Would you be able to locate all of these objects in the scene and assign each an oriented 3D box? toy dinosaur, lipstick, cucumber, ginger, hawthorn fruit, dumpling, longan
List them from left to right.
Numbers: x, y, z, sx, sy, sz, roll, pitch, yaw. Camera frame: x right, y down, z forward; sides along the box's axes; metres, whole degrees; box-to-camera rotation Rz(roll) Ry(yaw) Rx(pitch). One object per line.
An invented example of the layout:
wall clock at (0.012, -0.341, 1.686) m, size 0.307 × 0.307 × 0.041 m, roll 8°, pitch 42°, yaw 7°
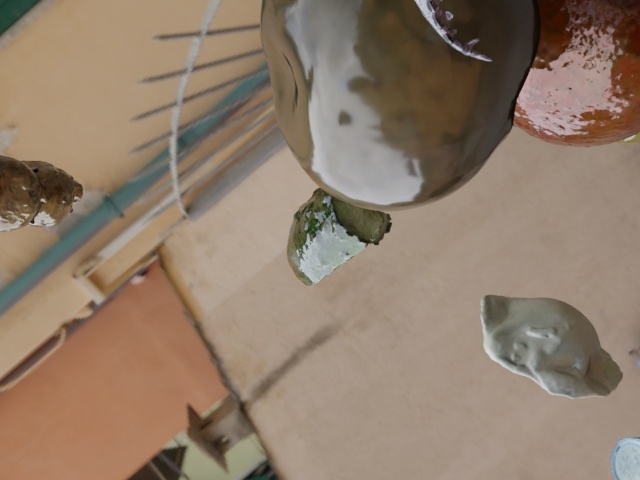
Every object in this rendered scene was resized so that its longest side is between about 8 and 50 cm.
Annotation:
ginger at (-0.337, -0.050, 0.866) m, size 0.104 × 0.080 × 0.204 m, roll 17°, pitch -173°, yaw 12°
cucumber at (-0.003, -0.001, 1.538) m, size 0.145 × 0.105 × 0.325 m, roll 47°, pitch 151°, yaw -1°
longan at (0.077, -0.196, 0.885) m, size 0.288 × 0.289 × 0.350 m, roll -127°, pitch 33°, yaw -47°
toy dinosaur at (0.066, -0.214, 0.643) m, size 0.209 × 0.039 × 0.082 m, roll 47°, pitch 163°, yaw -14°
dumpling at (0.325, 0.159, 1.181) m, size 0.229 × 0.124 × 0.151 m, roll 23°, pitch -141°, yaw 3°
hawthorn fruit at (0.334, -0.250, 1.084) m, size 0.284 × 0.285 × 0.369 m, roll 50°, pitch 156°, yaw 9°
lipstick at (0.436, 0.247, 0.902) m, size 0.274 × 0.068 × 0.061 m, roll 8°, pitch -132°, yaw -28°

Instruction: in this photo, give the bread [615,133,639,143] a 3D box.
bread at (0.441, -0.235, 1.251) m, size 0.261 × 0.156 × 0.158 m, roll 14°, pitch 145°, yaw 27°
